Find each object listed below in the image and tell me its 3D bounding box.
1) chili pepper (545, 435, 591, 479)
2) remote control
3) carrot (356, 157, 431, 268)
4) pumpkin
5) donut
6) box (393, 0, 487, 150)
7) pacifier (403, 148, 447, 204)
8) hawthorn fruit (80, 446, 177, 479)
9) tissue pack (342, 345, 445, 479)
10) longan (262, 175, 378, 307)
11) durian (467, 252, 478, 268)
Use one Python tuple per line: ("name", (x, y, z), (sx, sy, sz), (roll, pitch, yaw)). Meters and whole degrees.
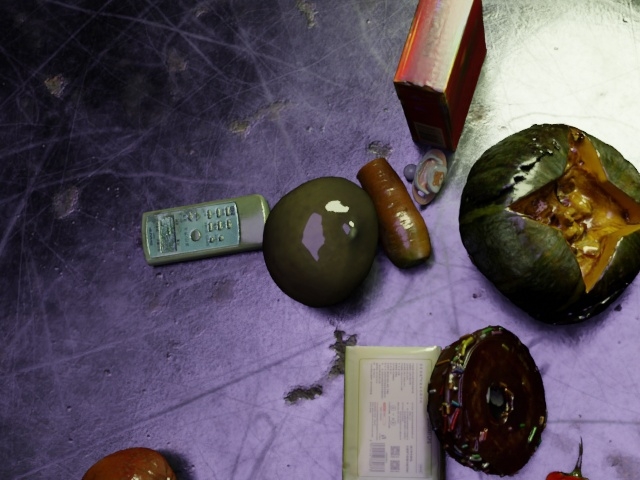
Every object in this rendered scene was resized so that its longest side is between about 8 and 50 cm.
("chili pepper", (0.390, 0.399, 1.768), (0.084, 0.086, 0.192), (11, 89, 42))
("remote control", (-0.202, -0.019, 2.003), (0.234, 0.038, 0.098), (-9, 76, 10))
("carrot", (0.125, -0.048, 1.919), (0.087, 0.087, 0.193), (-23, 76, 6))
("pumpkin", (0.369, -0.034, 1.777), (0.320, 0.192, 0.320), (4, 79, -20))
("donut", (0.255, 0.251, 1.769), (0.089, 0.235, 0.235), (-11, 72, 49))
("box", (0.198, -0.286, 1.836), (0.089, 0.313, 0.197), (17, 82, 12))
("pacifier", (0.172, -0.114, 1.936), (0.078, 0.081, 0.099), (20, 81, 43))
("hawthorn fruit", (-0.366, 0.451, 1.905), (0.285, 0.165, 0.165), (-27, 73, 29))
("tissue pack", (0.119, 0.291, 1.825), (0.159, 0.125, 0.234), (-2, 77, 10))
("longan", (0.000, 0.000, 1.880), (0.197, 0.196, 0.220), (14, 93, 14))
("durian", (0.284, 0.020, 1.879), (0.080, 0.080, 0.091), (-22, 86, 6))
